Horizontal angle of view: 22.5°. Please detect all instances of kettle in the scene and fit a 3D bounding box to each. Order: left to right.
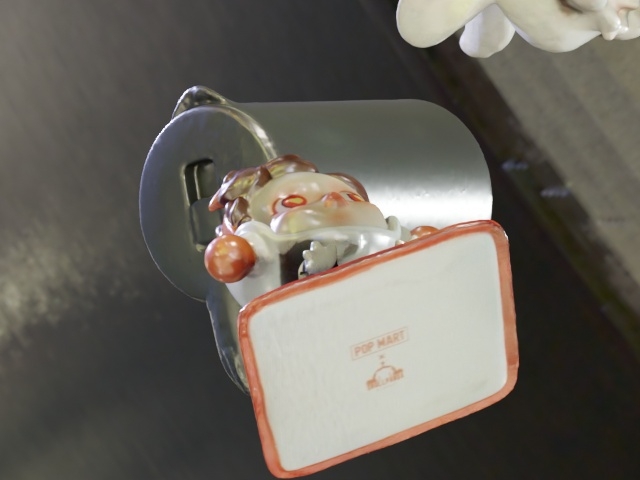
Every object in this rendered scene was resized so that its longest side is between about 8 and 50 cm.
[{"bbox_3d":[-0.011,-0.007,1.519,0.203,0.308,0.262,21,106,37],"label":"kettle"}]

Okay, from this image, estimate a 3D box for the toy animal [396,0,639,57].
[{"bbox_3d":[0.231,-0.229,1.264,0.325,0.208,0.154,-13,84,29],"label":"toy animal"}]

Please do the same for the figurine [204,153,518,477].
[{"bbox_3d":[0.003,0.015,1.112,0.226,0.183,0.160,-124,19,-51],"label":"figurine"}]
